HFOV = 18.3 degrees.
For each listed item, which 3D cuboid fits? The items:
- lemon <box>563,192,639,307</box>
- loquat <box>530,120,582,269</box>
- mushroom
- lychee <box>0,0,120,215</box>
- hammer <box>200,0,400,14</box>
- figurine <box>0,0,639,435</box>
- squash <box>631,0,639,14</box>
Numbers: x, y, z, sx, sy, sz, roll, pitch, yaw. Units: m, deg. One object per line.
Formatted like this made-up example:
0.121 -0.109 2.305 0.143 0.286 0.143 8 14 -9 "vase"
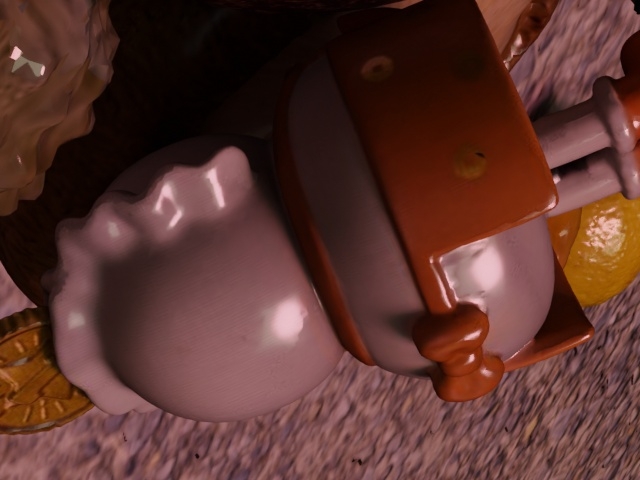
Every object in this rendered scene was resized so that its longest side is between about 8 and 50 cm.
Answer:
0.157 -0.016 1.239 0.109 0.109 0.133 -23 136 -42 "lemon"
0.080 -0.012 1.111 0.113 0.137 0.137 20 109 -48 "loquat"
-0.018 -0.079 0.830 0.297 0.163 0.278 -33 140 -27 "mushroom"
-0.175 -0.094 0.454 0.255 0.274 0.255 20 90 -74 "lychee"
0.092 -0.194 0.732 0.408 0.095 0.242 0 85 -46 "hammer"
0.006 0.006 0.683 0.271 0.143 0.143 -35 152 -7 "figurine"
0.220 -0.227 1.094 0.220 0.133 0.220 -43 169 -10 "squash"
